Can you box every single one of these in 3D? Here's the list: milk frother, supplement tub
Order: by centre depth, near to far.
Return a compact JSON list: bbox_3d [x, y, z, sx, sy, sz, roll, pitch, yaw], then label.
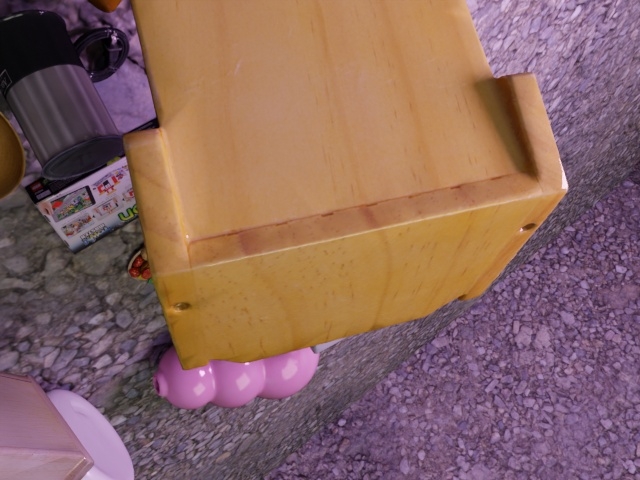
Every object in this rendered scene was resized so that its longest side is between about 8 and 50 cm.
[{"bbox_3d":[-0.234,-0.144,0.571,0.143,0.134,0.129,-27,180,-22],"label":"milk frother"},{"bbox_3d":[-0.496,0.424,0.933,0.316,0.228,0.228,-38,152,-8],"label":"supplement tub"}]

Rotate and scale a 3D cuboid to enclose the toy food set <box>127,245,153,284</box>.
[{"bbox_3d":[-0.264,0.034,0.908,0.083,0.020,0.082,-47,153,7],"label":"toy food set"}]

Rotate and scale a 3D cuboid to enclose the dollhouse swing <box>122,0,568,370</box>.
[{"bbox_3d":[-0.008,-0.092,0.575,0.347,0.304,0.315,-13,153,-14],"label":"dollhouse swing"}]

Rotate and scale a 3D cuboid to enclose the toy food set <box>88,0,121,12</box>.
[{"bbox_3d":[-0.196,-0.291,0.449,0.104,0.111,0.232,-57,151,-8],"label":"toy food set"}]

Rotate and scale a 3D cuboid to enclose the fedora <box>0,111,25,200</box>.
[{"bbox_3d":[-0.363,-0.072,0.488,0.195,0.079,0.194,-4,141,-3],"label":"fedora"}]

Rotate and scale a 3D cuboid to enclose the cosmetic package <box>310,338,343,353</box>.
[{"bbox_3d":[0.000,0.000,0.898,0.162,0.230,0.453,-28,159,-11],"label":"cosmetic package"}]

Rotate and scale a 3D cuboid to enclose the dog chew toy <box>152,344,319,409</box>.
[{"bbox_3d":[-0.168,0.241,1.152,0.332,0.206,0.206,-12,140,-32],"label":"dog chew toy"}]

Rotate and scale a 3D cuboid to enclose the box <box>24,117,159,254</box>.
[{"bbox_3d":[-0.256,-0.076,0.746,0.207,0.036,0.114,-33,151,-18],"label":"box"}]

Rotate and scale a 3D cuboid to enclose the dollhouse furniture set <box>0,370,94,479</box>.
[{"bbox_3d":[-0.512,0.335,0.642,0.394,0.362,0.256,-48,153,-6],"label":"dollhouse furniture set"}]
